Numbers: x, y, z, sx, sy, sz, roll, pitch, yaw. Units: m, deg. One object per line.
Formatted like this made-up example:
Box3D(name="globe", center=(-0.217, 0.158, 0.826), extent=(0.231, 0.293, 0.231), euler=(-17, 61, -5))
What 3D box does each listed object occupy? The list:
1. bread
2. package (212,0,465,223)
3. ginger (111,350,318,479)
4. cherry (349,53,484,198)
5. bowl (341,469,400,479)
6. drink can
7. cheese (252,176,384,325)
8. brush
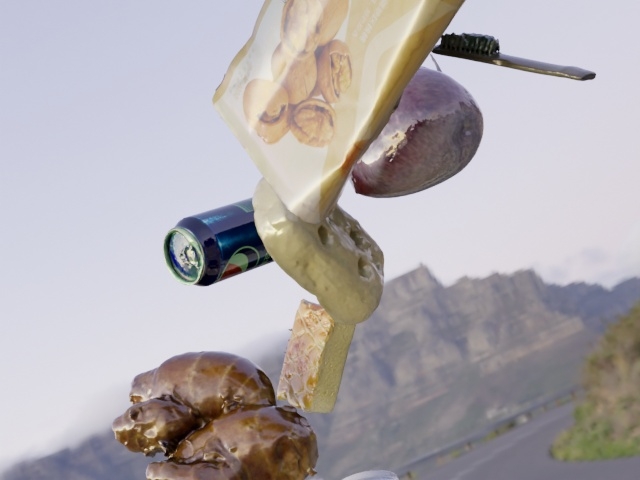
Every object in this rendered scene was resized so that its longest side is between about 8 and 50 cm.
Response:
Box3D(name="bread", center=(-0.009, 0.207, 1.884), extent=(0.068, 0.188, 0.125), euler=(17, -3, -31))
Box3D(name="package", center=(0.054, -0.199, 1.134), extent=(0.165, 0.221, 0.311), euler=(0, -49, -42))
Box3D(name="ginger", center=(-0.187, 0.312, 1.760), extent=(0.274, 0.357, 0.152), euler=(-25, -44, -24))
Box3D(name="cherry", center=(0.144, -0.171, 1.648), extent=(0.266, 0.183, 0.213), euler=(-51, 26, -8))
Box3D(name="bowl", center=(0.065, 0.342, 1.328), extent=(0.189, 0.086, 0.189), euler=(-6, -35, -4))
Box3D(name="drink can", center=(-0.150, 0.001, 1.721), extent=(0.205, 0.118, 0.118), euler=(-19, -12, -45))
Box3D(name="cheese", center=(0.001, -0.001, 1.625), extent=(0.093, 0.159, 0.263), euler=(-29, -58, 29))
Box3D(name="brush", center=(0.193, -0.190, 1.080), extent=(0.034, 0.028, 0.190), euler=(-16, 27, -41))
